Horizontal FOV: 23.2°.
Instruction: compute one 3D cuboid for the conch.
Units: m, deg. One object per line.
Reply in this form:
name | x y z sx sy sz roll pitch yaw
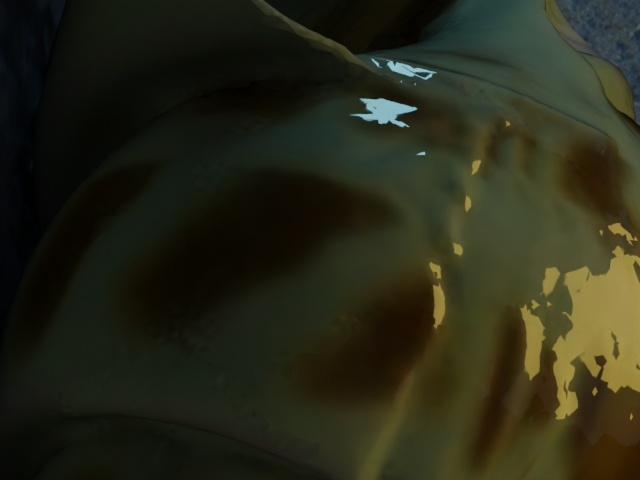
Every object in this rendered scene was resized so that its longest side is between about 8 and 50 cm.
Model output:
conch | 0.000 -0.001 0.476 0.249 0.197 0.368 48 28 -20
